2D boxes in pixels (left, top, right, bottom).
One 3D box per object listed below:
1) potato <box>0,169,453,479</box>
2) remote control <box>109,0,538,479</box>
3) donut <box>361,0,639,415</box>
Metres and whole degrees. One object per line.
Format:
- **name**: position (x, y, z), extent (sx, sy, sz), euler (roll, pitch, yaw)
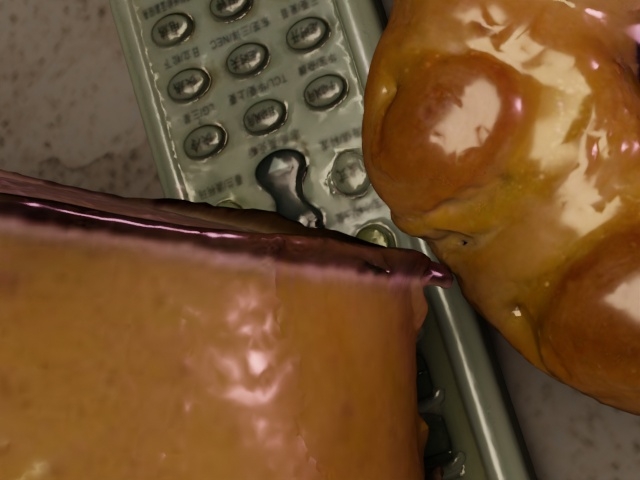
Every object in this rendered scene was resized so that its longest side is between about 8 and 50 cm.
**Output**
- **potato**: position (-0.153, 0.109, 0.598), extent (0.397, 0.290, 0.296), euler (9, 91, -4)
- **remote control**: position (0.000, 0.000, 0.737), extent (0.128, 0.065, 0.335), euler (-20, 78, 16)
- **donut**: position (0.172, -0.084, 0.636), extent (0.317, 0.150, 0.299), euler (-34, 74, 13)
